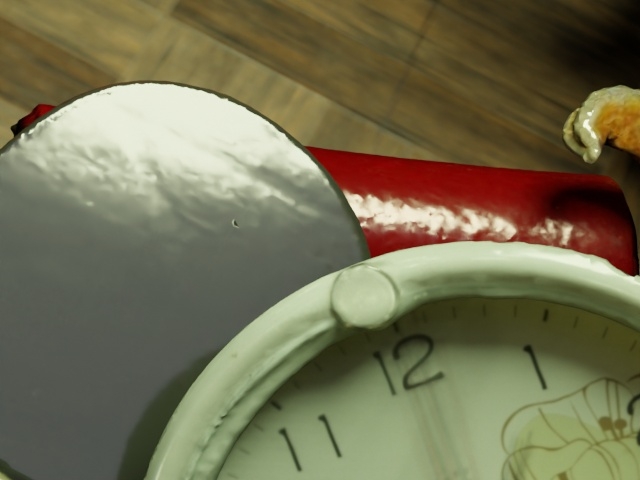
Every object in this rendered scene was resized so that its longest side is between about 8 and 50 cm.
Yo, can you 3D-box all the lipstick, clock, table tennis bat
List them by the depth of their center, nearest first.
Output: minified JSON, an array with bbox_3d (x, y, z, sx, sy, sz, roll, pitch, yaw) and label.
[{"bbox_3d":[0.056,0.112,0.593,0.236,0.236,0.053,29,13,2],"label":"clock"},{"bbox_3d":[-0.087,0.067,0.613,0.154,0.021,0.274,35,72,-6],"label":"table tennis bat"},{"bbox_3d":[0.000,0.000,0.698,0.241,0.080,0.080,6,57,-13],"label":"lipstick"}]

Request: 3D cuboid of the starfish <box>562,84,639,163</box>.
[{"bbox_3d":[0.203,0.046,0.601,0.312,0.303,0.113,38,41,13],"label":"starfish"}]
